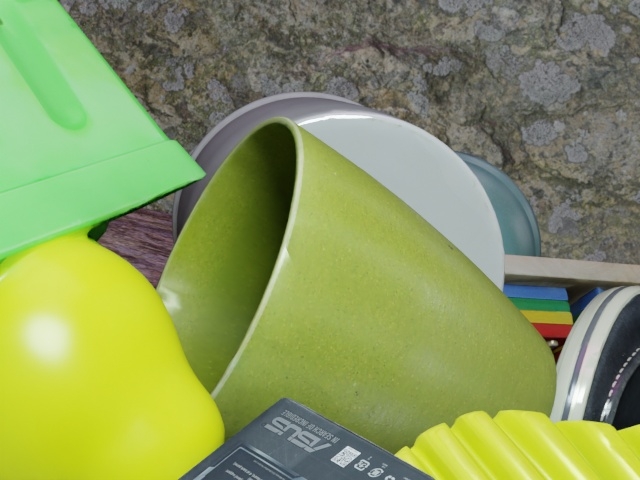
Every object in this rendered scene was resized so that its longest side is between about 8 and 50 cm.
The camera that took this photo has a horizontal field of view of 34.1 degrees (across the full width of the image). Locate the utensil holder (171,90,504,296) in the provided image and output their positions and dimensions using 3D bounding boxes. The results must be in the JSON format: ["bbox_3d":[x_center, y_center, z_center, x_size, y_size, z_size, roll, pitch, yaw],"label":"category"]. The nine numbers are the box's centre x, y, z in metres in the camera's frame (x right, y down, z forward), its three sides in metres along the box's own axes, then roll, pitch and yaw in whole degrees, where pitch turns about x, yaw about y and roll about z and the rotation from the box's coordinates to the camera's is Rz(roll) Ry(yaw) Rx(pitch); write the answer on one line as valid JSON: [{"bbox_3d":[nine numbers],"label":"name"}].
[{"bbox_3d":[0.000,0.000,1.144,0.328,0.327,0.385,11,7,-9],"label":"utensil holder"}]

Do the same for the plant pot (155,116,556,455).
[{"bbox_3d":[0.036,0.084,0.852,0.294,0.274,0.275,24,0,-22],"label":"plant pot"}]

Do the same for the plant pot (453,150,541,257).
[{"bbox_3d":[0.154,0.031,1.468,0.293,0.293,0.196,13,17,13],"label":"plant pot"}]

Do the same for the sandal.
[{"bbox_3d":[0.146,0.156,0.538,0.317,0.138,0.126,-4,46,-27],"label":"sandal"}]

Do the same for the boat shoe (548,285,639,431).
[{"bbox_3d":[0.359,0.147,1.035,0.156,0.186,0.500,20,13,35],"label":"boat shoe"}]

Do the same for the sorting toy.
[{"bbox_3d":[0.264,0.115,1.256,0.256,0.089,0.257,5,-26,-20],"label":"sorting toy"}]

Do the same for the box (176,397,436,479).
[{"bbox_3d":[-0.006,0.159,0.348,0.183,0.059,0.233,-35,30,-27],"label":"box"}]

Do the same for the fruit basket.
[{"bbox_3d":[-0.224,0.047,0.635,0.283,0.392,0.392,-21,-14,31],"label":"fruit basket"}]
